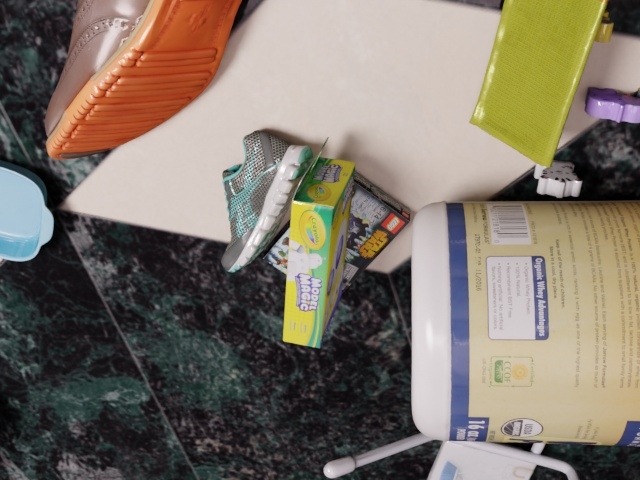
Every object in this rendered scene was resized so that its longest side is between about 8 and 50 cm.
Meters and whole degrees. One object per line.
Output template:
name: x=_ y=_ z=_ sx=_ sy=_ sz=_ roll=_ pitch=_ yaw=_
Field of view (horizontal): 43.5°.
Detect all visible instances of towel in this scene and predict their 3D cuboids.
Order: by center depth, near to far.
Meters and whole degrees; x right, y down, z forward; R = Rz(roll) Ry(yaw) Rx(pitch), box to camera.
towel: x=0.191 y=-0.187 z=0.678 sx=0.021 sy=0.102 sz=0.237 roll=-11 pitch=128 yaw=-31

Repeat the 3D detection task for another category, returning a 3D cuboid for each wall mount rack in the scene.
wall mount rack: x=0.136 y=0.338 z=0.975 sx=0.304 sy=0.130 sz=0.350 roll=14 pitch=121 yaw=-1

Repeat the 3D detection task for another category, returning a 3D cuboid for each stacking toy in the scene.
stacking toy: x=0.309 y=-0.119 z=0.727 sx=0.221 sy=0.052 sz=0.167 roll=4 pitch=121 yaw=4

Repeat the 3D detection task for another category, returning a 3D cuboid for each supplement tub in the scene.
supplement tub: x=0.244 y=0.075 z=0.747 sx=0.316 sy=0.228 sz=0.228 roll=0 pitch=121 yaw=8

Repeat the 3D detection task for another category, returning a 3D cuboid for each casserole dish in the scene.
casserole dish: x=-0.374 y=-0.046 z=0.865 sx=0.188 sy=0.037 sz=0.114 roll=16 pitch=122 yaw=-2

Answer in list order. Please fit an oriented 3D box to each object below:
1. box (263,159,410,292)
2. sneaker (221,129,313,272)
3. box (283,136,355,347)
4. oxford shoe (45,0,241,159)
box: x=0.016 y=-0.006 z=0.844 sx=0.094 sy=0.027 sz=0.137 roll=34 pitch=119 yaw=-14
sneaker: x=-0.072 y=-0.043 z=0.824 sx=0.076 sy=0.065 sz=0.166 roll=33 pitch=117 yaw=6
box: x=0.000 y=0.000 z=0.771 sx=0.043 sy=0.105 sz=0.179 roll=9 pitch=120 yaw=10
oxford shoe: x=-0.156 y=-0.210 z=0.714 sx=0.363 sy=0.130 sz=0.133 roll=-42 pitch=75 yaw=33
